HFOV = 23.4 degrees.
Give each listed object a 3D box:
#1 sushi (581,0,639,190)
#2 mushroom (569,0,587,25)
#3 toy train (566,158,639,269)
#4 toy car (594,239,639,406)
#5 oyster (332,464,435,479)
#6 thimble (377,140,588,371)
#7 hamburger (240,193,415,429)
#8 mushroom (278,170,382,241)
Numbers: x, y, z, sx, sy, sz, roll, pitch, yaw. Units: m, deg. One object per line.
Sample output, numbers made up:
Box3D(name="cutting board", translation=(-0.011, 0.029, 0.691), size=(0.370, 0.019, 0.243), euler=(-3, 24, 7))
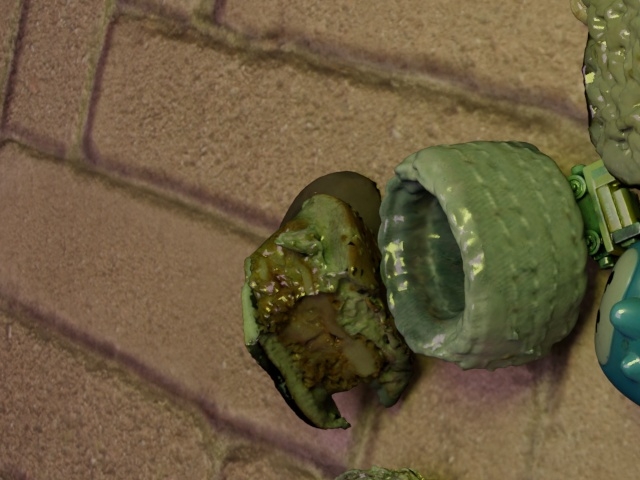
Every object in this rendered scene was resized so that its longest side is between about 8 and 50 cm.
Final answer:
Box3D(name="sushi", translation=(0.364, -0.213, 1.519), size=(0.211, 0.170, 0.350), euler=(152, 113, -64))
Box3D(name="mushroom", translation=(0.306, -0.268, 1.667), size=(0.083, 0.067, 0.084), euler=(1, 92, 51))
Box3D(name="toy train", translation=(0.306, -0.033, 1.652), size=(0.081, 0.050, 0.122), euler=(-27, 67, 29))
Box3D(name="toy car", translation=(0.362, 0.088, 1.469), size=(0.255, 0.190, 0.189), euler=(25, 100, 47))
Box3D(name="oyster", translation=(0.091, 0.346, 1.798), size=(0.267, 0.112, 0.198), euler=(40, 134, 33))
Box3D(name="thimble", translation=(0.171, 0.017, 1.667), size=(0.205, 0.171, 0.250), euler=(-23, 75, 63))
Box3D(name="hamburger", translation=(0.005, 0.073, 1.805), size=(0.167, 0.288, 0.192), euler=(-18, 49, 11))
Box3D(name="mushroom", translation=(0.000, 0.000, 1.933), size=(0.141, 0.117, 0.188), euler=(20, 95, 34))
